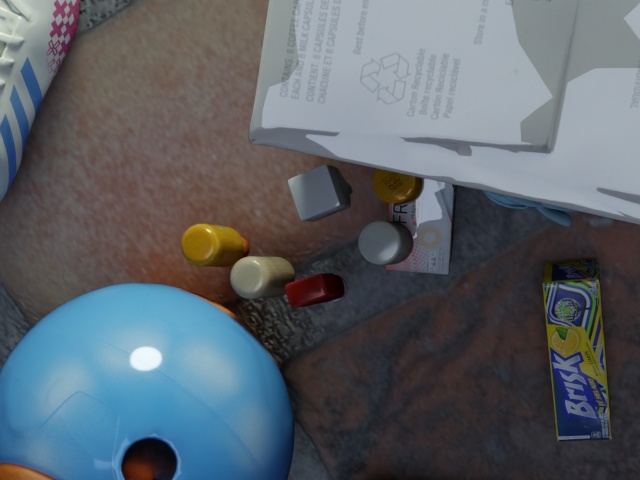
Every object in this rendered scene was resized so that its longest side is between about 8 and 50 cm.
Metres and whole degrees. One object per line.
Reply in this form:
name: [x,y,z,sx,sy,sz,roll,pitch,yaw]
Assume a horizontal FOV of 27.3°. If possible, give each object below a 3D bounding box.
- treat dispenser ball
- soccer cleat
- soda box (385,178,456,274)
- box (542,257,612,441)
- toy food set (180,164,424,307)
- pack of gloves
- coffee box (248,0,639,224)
treat dispenser ball: [-0.168,0.183,1.235,0.288,0.288,0.288,3,110,8]
soccer cleat: [-0.306,-0.153,1.210,0.116,0.143,0.331,20,111,1]
soda box: [0.097,-0.062,1.228,0.063,0.058,0.183,4,111,7]
box: [0.247,0.106,1.265,0.054,0.059,0.169,-5,109,13]
toy food set: [0.000,0.000,1.226,0.232,0.104,0.111,-22,82,16]
pack of gloves: [0.195,-0.028,1.120,0.232,0.195,0.046,5,101,-31]
coffee box: [0.154,-0.212,0.987,0.338,0.334,0.337,11,98,4]
